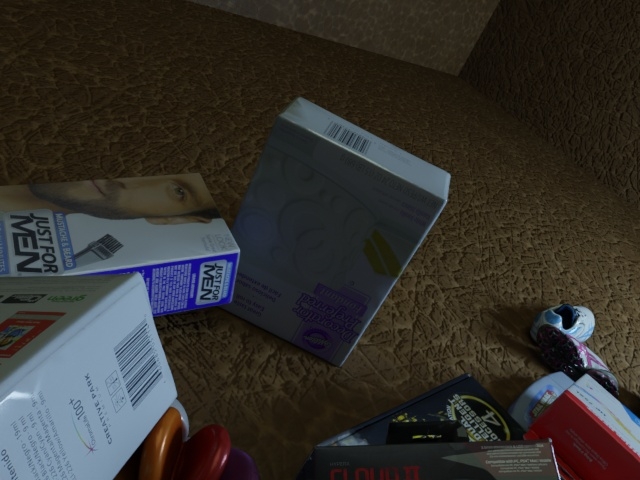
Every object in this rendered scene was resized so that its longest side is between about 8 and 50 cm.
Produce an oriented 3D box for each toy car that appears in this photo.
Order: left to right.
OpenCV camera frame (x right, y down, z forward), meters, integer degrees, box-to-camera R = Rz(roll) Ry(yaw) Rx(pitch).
[{"bbox_3d":[-0.125,0.228,0.519,0.159,0.136,0.182,-88,156,-59],"label":"toy car"}]

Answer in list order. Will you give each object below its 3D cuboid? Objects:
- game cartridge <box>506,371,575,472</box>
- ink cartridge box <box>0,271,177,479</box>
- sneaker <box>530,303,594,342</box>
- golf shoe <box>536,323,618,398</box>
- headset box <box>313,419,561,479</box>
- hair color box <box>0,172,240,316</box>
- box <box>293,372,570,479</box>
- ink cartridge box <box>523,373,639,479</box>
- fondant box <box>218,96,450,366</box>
[{"bbox_3d":[0.395,0.324,0.899,0.198,0.062,0.297,45,35,21],"label":"game cartridge"},{"bbox_3d":[-0.316,0.139,0.403,0.310,0.130,0.272,-2,22,18],"label":"ink cartridge box"},{"bbox_3d":[0.536,0.172,1.207,0.237,0.086,0.085,-5,41,-44],"label":"sneaker"},{"bbox_3d":[0.499,0.234,1.103,0.186,0.067,0.086,47,27,9],"label":"golf shoe"},{"bbox_3d":[0.104,0.303,0.480,0.218,0.110,0.293,-3,54,5],"label":"headset box"},{"bbox_3d":[-0.297,0.013,0.724,0.339,0.110,0.185,-7,44,-29],"label":"hair color box"},{"bbox_3d":[0.202,0.363,0.646,0.318,0.097,0.395,-9,46,-40],"label":"box"},{"bbox_3d":[0.383,0.275,0.788,0.134,0.078,0.231,45,21,27],"label":"ink cartridge box"},{"bbox_3d":[0.000,0.000,0.809,0.238,0.330,0.096,27,33,-1],"label":"fondant box"}]
